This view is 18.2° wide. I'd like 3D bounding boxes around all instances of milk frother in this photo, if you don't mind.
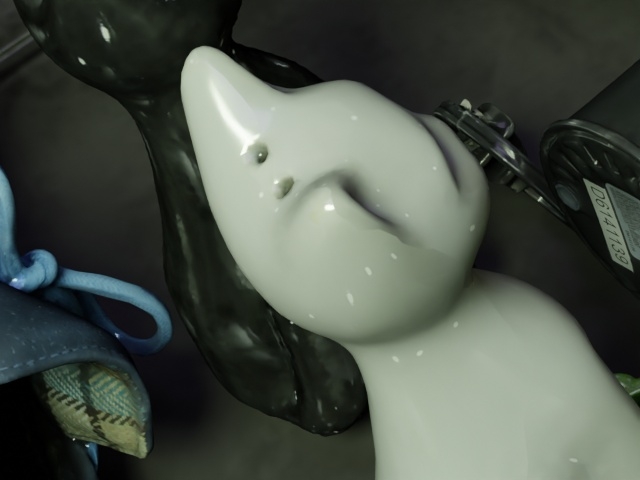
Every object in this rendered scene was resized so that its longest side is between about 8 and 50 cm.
[{"bbox_3d":[0.124,-0.049,0.624,0.135,0.129,0.143,-41,61,-15],"label":"milk frother"}]

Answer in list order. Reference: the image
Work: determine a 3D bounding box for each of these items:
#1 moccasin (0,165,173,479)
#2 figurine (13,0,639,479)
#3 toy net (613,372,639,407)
[{"bbox_3d":[-0.095,0.063,0.597,0.117,0.137,0.342,-33,63,21],"label":"moccasin"},{"bbox_3d":[0.000,0.000,0.542,0.092,0.209,0.215,-39,43,-4],"label":"figurine"},{"bbox_3d":[0.080,0.129,0.559,0.122,0.045,0.232,24,64,27],"label":"toy net"}]
